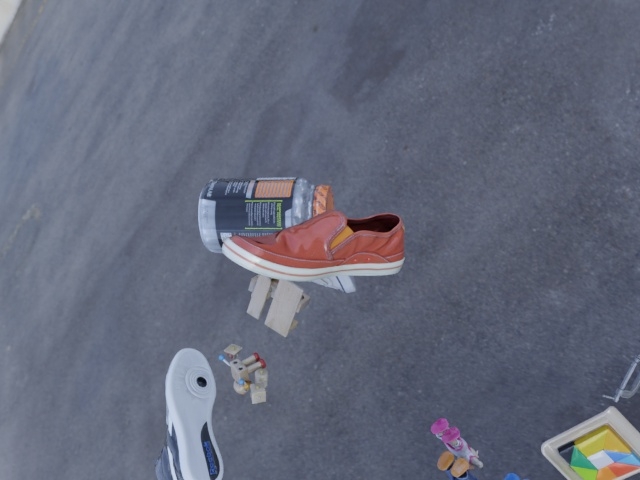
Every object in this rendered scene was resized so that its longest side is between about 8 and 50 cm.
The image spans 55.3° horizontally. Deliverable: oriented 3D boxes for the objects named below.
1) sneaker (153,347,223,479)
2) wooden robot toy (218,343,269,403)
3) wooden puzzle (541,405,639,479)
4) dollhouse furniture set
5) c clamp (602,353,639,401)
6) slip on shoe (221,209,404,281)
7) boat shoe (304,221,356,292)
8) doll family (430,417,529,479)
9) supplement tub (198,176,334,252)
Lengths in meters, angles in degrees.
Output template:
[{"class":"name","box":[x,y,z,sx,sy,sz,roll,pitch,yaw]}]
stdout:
[{"class":"sneaker","box":[-0.211,0.280,0.908,0.121,0.079,0.217,-46,44,36]},{"class":"wooden robot toy","box":[-0.150,0.288,1.265,0.173,0.076,0.079,36,133,48]},{"class":"wooden puzzle","box":[0.773,0.593,1.688,0.238,0.221,0.044,-41,9,22]},{"class":"dollhouse furniture set","box":[-0.080,0.101,1.354,0.144,0.151,0.123,29,117,17]},{"class":"c clamp","box":[0.812,0.355,1.589,0.022,0.137,0.161,34,97,53]},{"class":"slip on shoe","box":[0.000,0.000,0.952,0.123,0.331,0.101,30,116,52]},{"class":"boat shoe","box":[0.000,0.045,1.193,0.088,0.267,0.096,-20,66,11]},{"class":"doll family","box":[0.276,0.436,1.055,0.118,0.163,0.263,-46,36,-10]},{"class":"supplement tub","box":[-0.130,-0.062,1.536,0.315,0.193,0.194,1,68,11]}]
